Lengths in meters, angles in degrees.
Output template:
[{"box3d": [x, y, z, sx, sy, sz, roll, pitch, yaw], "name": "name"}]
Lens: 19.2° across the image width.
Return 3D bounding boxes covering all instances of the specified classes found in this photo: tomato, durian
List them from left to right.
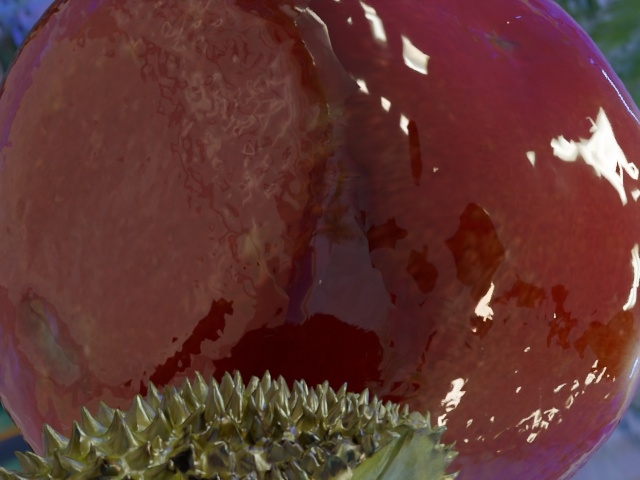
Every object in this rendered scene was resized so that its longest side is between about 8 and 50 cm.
[{"box3d": [-0.056, 0.143, 0.666, 0.138, 0.237, 0.193, -157, -116, -70], "name": "durian"}, {"box3d": [0.000, 0.000, 0.918, 0.293, 0.290, 0.325, 9, 48, -36], "name": "tomato"}]
